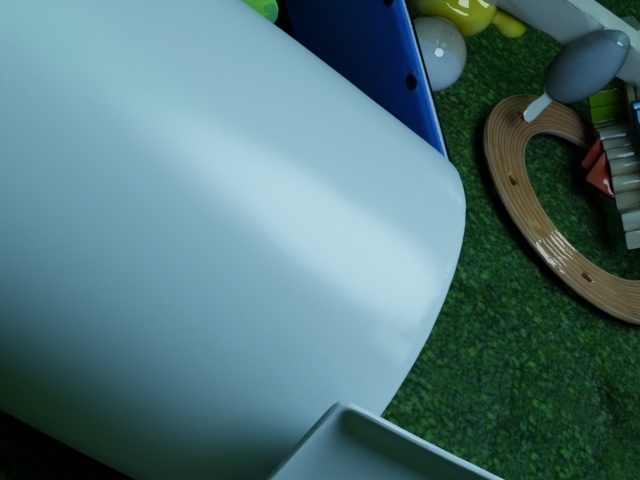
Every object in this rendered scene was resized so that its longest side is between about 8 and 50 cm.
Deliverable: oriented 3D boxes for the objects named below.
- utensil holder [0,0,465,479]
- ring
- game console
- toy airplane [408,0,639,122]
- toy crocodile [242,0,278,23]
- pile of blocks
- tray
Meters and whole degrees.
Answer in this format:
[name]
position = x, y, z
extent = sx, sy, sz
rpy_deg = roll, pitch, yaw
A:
[utensil holder]
position = -0.144, -0.036, 0.805
extent = 0.385, 0.327, 0.328
rpy_deg = 33, 40, -19
[ring]
position = 0.322, -0.038, 1.486
extent = 0.336, 0.032, 0.337
rpy_deg = 26, 42, -26
[game console]
position = 0.051, -0.164, 1.063
extent = 0.250, 0.173, 0.293
rpy_deg = -22, 98, -61
[toy airplane]
position = 0.176, -0.286, 1.354
extent = 0.386, 0.272, 0.384
rpy_deg = 30, 3, 30
[toy crocodile]
position = -0.150, -0.196, 0.966
extent = 0.105, 0.340, 0.115
rpy_deg = 46, 22, -66
[pile of blocks]
position = 0.366, -0.135, 1.485
extent = 0.149, 0.112, 0.362
rpy_deg = 71, 10, -46
[tray]
position = -0.009, 0.207, 0.763
extent = 0.145, 0.270, 0.030
rpy_deg = 29, 27, -22
